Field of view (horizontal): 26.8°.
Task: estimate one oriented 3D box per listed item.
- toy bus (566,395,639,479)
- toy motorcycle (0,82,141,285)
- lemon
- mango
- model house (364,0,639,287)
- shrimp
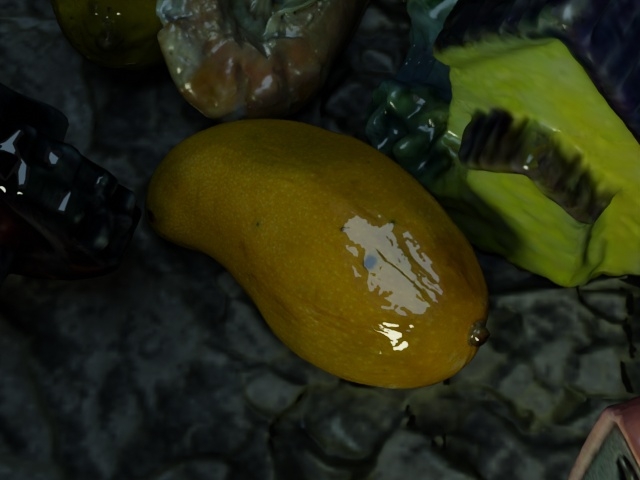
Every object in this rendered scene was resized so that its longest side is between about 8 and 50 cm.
[{"bbox_3d":[0.240,0.235,0.404,0.233,0.203,0.427,-20,60,-11],"label":"toy bus"},{"bbox_3d":[-0.282,-0.081,0.593,0.416,0.232,0.172,18,75,14],"label":"toy motorcycle"},{"bbox_3d":[-0.103,-0.137,0.693,0.082,0.082,0.111,-16,56,-4],"label":"lemon"},{"bbox_3d":[0.000,0.000,0.615,0.190,0.075,0.098,33,93,31],"label":"mango"},{"bbox_3d":[0.115,-0.113,0.591,0.170,0.211,0.194,30,70,16],"label":"model house"},{"bbox_3d":[-0.013,-0.133,0.688,0.101,0.042,0.190,52,56,-20],"label":"shrimp"}]
